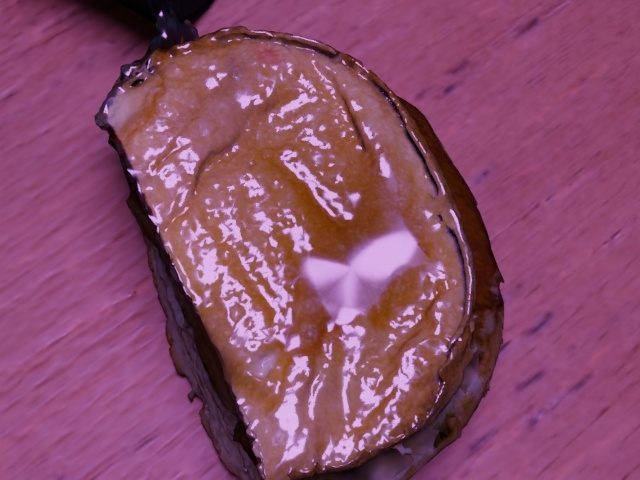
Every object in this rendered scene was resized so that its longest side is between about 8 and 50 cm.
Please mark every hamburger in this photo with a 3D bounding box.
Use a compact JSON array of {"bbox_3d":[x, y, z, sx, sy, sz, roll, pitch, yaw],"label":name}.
[{"bbox_3d":[0.000,0.000,0.581,0.211,0.132,0.309,-22,75,-14],"label":"hamburger"}]

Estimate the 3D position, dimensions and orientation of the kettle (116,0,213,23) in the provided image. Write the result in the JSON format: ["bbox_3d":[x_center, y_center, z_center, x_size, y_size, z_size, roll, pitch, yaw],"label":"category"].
[{"bbox_3d":[-0.176,-0.322,0.641,0.308,0.203,0.262,27,72,6],"label":"kettle"}]
